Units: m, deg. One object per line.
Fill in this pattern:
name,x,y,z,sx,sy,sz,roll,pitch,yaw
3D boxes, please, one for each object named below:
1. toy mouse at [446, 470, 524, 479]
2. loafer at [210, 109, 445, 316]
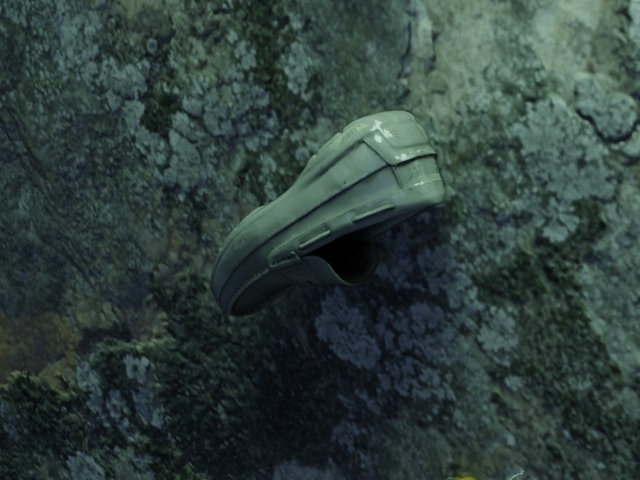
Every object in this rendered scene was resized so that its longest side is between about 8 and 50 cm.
toy mouse,0.142,0.287,1.412,0.161,0.031,0.143,-39,50,29
loafer,0.000,0.000,1.401,0.319,0.112,0.111,-43,69,46
